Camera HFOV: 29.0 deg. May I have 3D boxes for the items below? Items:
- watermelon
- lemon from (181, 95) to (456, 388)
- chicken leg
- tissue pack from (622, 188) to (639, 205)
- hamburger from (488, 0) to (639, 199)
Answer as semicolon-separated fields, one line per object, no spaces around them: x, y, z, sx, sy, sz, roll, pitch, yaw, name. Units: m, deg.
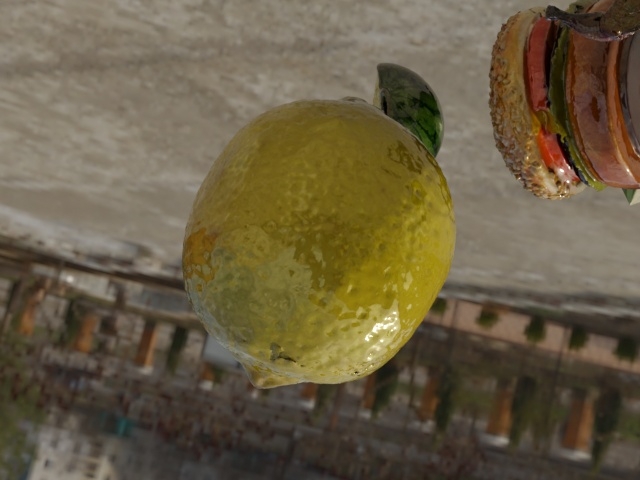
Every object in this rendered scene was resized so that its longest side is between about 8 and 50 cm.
0.136;-0.181;1.995;0.127;0.204;0.232;5;145;-1;watermelon
-0.001;0.002;1.426;0.336;0.336;0.336;14;169;3;lemon
0.334;-0.260;1.439;0.145;0.062;0.037;-16;-177;-3;chicken leg
0.591;-0.236;2.189;0.200;0.275;0.167;-17;153;-8;tissue pack
0.414;-0.228;1.972;0.250;0.330;0.330;-1;162;38;hamburger
